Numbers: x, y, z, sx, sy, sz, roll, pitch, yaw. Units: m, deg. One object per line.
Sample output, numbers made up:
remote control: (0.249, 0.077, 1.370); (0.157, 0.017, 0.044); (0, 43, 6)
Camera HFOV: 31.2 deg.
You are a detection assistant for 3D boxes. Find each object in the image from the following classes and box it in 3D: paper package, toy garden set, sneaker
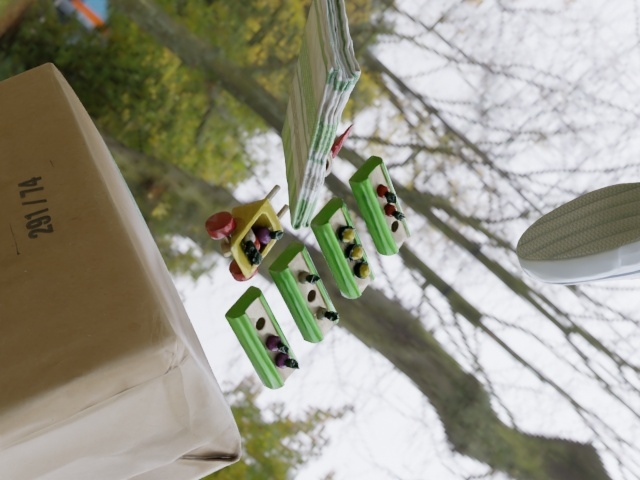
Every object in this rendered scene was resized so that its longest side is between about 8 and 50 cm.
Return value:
paper package: (-0.261, 0.069, 0.839); (0.309, 0.168, 0.325); (-24, -131, -10)
toy garden set: (0.000, 0.000, 1.133); (0.049, 0.204, 0.244); (17, -126, 40)
sneaker: (0.278, 0.007, 0.875); (0.258, 0.091, 0.094); (-11, -147, 33)

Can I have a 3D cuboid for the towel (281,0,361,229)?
towel: (-0.002, -0.097, 0.823); (0.152, 0.023, 0.113); (106, -16, -46)
